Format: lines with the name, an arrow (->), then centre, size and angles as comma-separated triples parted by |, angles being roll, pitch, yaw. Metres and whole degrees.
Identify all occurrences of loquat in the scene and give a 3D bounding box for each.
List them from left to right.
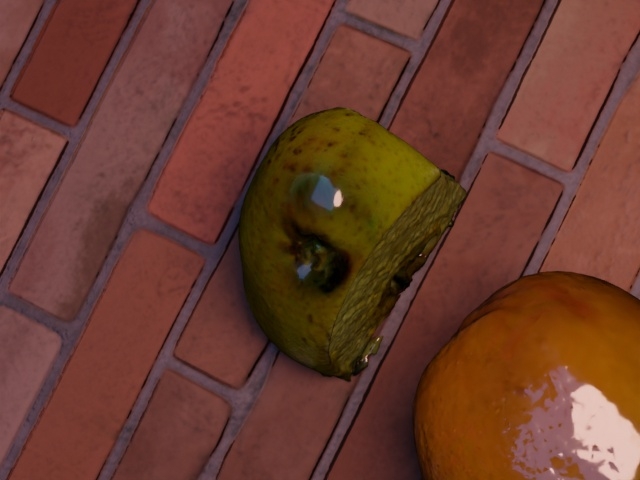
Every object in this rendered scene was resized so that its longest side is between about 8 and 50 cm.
loquat -> 0.227, 0.168, 1.316 | 0.284, 0.276, 0.276 | 32, 88, 35

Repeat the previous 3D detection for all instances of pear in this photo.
pear -> 0.000, 0.000, 1.414 | 0.164, 0.255, 0.238 | 33, 94, 15
